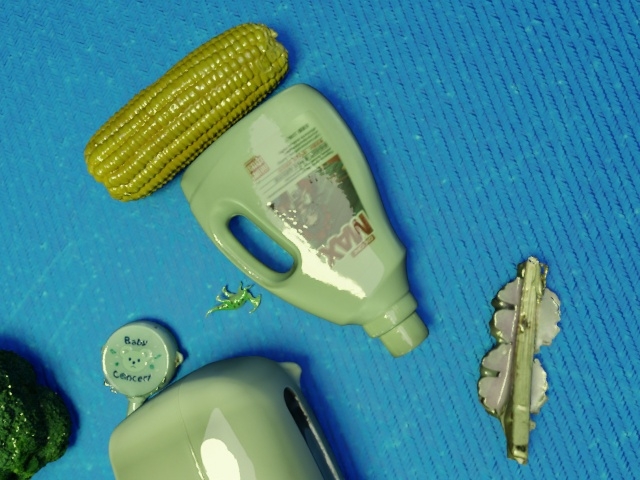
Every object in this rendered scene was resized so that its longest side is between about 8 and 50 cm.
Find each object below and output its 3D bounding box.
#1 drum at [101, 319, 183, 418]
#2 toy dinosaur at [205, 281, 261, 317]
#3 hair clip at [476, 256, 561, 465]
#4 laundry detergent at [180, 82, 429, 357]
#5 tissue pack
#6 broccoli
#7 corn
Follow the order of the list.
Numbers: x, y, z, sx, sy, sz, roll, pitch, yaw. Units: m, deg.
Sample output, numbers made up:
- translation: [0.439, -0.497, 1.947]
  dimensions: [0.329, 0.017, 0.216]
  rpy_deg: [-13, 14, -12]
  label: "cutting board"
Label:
- translation: [-0.303, 0.246, 0.789]
  dimensions: [0.130, 0.049, 0.253]
  rpy_deg: [20, 88, 6]
  label: "drum"
- translation: [-0.133, 0.101, 0.800]
  dimensions: [0.062, 0.021, 0.083]
  rpy_deg: [34, 88, -6]
  label: "toy dinosaur"
- translation: [0.284, 0.168, 0.731]
  dimensions: [0.106, 0.084, 0.292]
  rpy_deg: [8, 82, 11]
  label: "hair clip"
- translation: [0.000, 0.000, 0.746]
  dimensions: [0.264, 0.125, 0.398]
  rpy_deg: [-36, 86, 1]
  label: "laundry detergent"
- translation: [-0.092, 0.322, 0.674]
  dimensions: [0.235, 0.229, 0.333]
  rpy_deg: [-28, 85, 5]
  label: "tissue pack"
- translation: [-0.517, 0.285, 0.743]
  dimensions: [0.268, 0.269, 0.254]
  rpy_deg: [-3, 43, 5]
  label: "broccoli"
- translation: [-0.201, -0.198, 0.774]
  dimensions: [0.344, 0.131, 0.131]
  rpy_deg: [-41, 84, -1]
  label: "corn"
